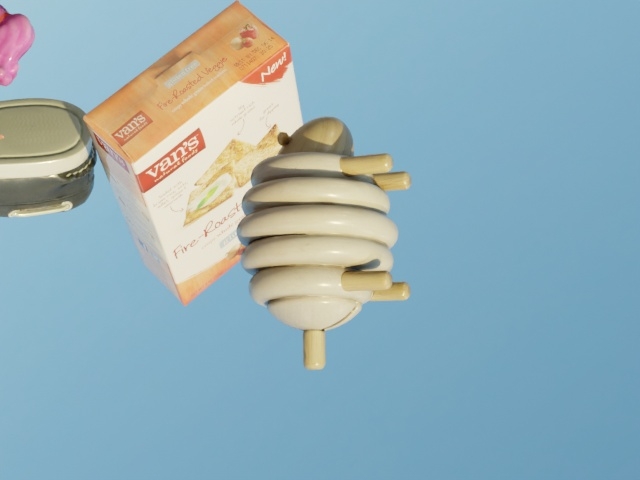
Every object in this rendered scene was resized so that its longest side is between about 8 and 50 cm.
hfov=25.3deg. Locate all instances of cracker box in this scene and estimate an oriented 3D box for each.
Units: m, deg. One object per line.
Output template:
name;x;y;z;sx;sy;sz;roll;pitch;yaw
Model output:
cracker box;-0.089;-0.064;1.156;0.156;0.232;0.067;-40;-116;-15

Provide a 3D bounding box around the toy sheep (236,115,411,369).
toy sheep;0.000;0.000;0.729;0.091;0.091;0.132;-11;-110;40

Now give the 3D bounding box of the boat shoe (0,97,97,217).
boat shoe;-0.353;-0.064;1.275;0.302;0.091;0.114;3;-131;-3

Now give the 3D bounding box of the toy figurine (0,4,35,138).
toy figurine;-0.183;-0.073;0.621;0.173;0.130;0.159;40;-86;26
